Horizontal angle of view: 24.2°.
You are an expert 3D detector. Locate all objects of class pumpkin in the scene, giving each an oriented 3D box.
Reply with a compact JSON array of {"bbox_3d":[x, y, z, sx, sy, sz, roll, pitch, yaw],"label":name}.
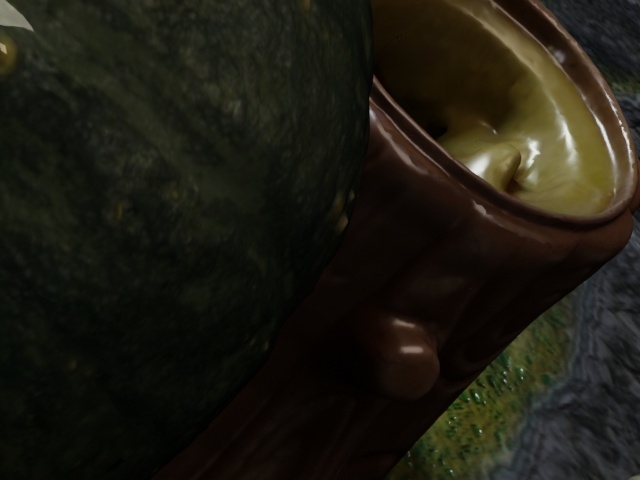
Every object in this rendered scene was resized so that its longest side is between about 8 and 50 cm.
[{"bbox_3d":[-0.152,-0.050,0.447,0.327,0.291,0.257,42,-10,31],"label":"pumpkin"}]

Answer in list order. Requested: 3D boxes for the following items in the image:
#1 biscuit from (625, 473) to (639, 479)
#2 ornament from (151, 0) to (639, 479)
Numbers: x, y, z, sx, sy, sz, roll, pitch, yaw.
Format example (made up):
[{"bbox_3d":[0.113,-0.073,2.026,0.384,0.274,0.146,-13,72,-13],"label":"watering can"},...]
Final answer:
[{"bbox_3d":[0.102,0.174,0.613,0.426,0.078,0.144,1,57,-51],"label":"biscuit"},{"bbox_3d":[0.000,0.000,0.622,0.235,0.217,0.221,28,37,-21],"label":"ornament"}]
